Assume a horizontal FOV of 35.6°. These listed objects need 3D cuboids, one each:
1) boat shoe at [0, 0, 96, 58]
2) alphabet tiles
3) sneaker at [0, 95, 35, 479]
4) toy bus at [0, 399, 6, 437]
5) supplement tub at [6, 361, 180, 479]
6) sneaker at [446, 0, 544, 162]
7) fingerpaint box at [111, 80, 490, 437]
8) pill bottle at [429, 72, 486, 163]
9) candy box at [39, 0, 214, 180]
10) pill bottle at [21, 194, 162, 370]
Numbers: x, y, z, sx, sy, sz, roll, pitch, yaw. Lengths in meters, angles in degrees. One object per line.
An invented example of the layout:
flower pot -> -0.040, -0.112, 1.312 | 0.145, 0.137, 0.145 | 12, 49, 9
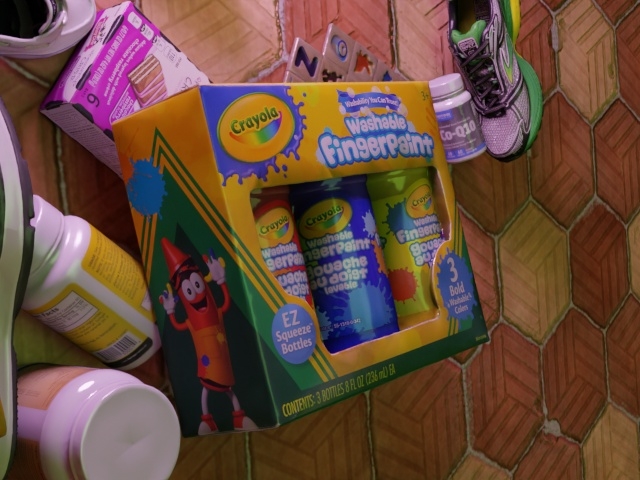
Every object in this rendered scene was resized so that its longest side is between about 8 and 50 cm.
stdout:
boat shoe -> -0.315, -0.241, 1.074 | 0.258, 0.084, 0.095 | -38, 118, -57
alphabet tiles -> 0.056, -0.157, 1.544 | 0.343, 0.011, 0.285 | 29, 68, -42
sneaker -> -0.420, 0.039, 0.923 | 0.258, 0.169, 0.447 | -2, 92, -48
toy bus -> -0.370, 0.154, 0.840 | 0.191, 0.104, 0.202 | 35, 76, -38
supplement tub -> -0.259, 0.206, 1.062 | 0.144, 0.200, 0.144 | 2, 88, -46
sneaker -> 0.275, -0.298, 1.693 | 0.146, 0.134, 0.343 | -13, 89, -52
fingerpaint box -> 0.000, 0.000, 1.232 | 0.445, 0.163, 0.370 | -10, 87, -50
pill bottle -> 0.223, -0.205, 1.670 | 0.078, 0.078, 0.137 | -38, 114, -40
candy box -> -0.206, -0.153, 1.225 | 0.233, 0.071, 0.159 | 43, 59, -37
pill bottle -> -0.270, 0.048, 1.117 | 0.208, 0.119, 0.119 | 44, 59, -36
